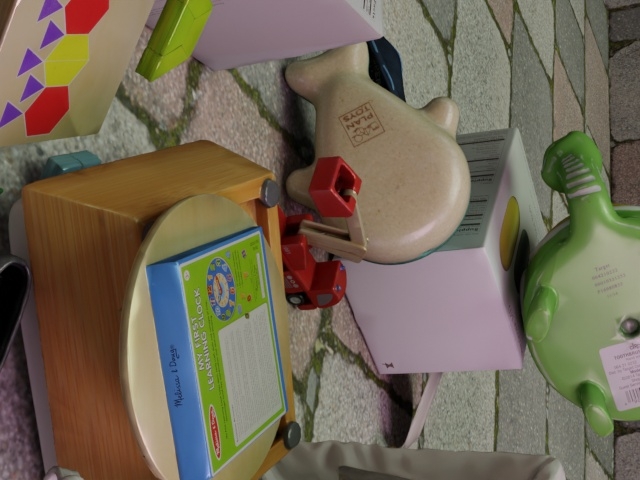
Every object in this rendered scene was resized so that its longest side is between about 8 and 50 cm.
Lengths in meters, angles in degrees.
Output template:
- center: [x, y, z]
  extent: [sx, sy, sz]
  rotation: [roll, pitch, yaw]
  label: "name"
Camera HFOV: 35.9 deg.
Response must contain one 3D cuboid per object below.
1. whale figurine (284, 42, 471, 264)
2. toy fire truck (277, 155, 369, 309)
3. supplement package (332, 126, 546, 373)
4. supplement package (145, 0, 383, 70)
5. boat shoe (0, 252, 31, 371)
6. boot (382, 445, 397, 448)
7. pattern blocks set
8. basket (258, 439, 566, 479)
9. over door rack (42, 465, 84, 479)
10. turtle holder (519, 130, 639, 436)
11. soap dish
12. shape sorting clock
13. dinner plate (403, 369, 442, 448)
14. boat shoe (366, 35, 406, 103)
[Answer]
- center: [0.061, -0.099, 1.140]
  extent: [0.272, 0.216, 0.141]
  rotation: [62, 3, 16]
  label: "whale figurine"
- center: [0.000, 0.000, 1.037]
  extent: [0.192, 0.135, 0.047]
  rotation: [57, 36, -41]
  label: "toy fire truck"
- center: [0.169, 0.013, 1.303]
  extent: [0.199, 0.198, 0.263]
  rotation: [67, 31, -31]
  label: "supplement package"
- center: [-0.068, -0.273, 0.900]
  extent: [0.203, 0.194, 0.149]
  rotation: [26, 62, -60]
  label: "supplement package"
- center: [-0.238, 0.092, 0.613]
  extent: [0.075, 0.064, 0.206]
  rotation: [56, 38, -47]
  label: "boat shoe"
- center: [0.224, 0.339, 1.254]
  extent: [0.089, 0.269, 0.236]
  rotation: [-73, 146, -43]
  label: "boot"
- center: [-0.164, -0.147, 0.652]
  extent: [0.325, 0.026, 0.285]
  rotation: [-59, 163, 15]
  label: "pattern blocks set"
- center: [0.018, 0.340, 0.790]
  extent: [0.331, 0.328, 0.267]
  rotation: [-28, 113, -63]
  label: "basket"
- center: [-0.171, 0.278, 0.514]
  extent: [0.239, 0.108, 0.324]
  rotation: [23, 65, -24]
  label: "over door rack"
- center: [0.342, 0.055, 1.208]
  extent: [0.320, 0.243, 0.227]
  rotation: [39, 20, -7]
  label: "turtle holder"
- center: [-0.115, 0.080, 0.770]
  extent: [0.229, 0.118, 0.291]
  rotation: [-26, 114, -60]
  label: "soap dish"
- center: [-0.074, 0.072, 0.674]
  extent: [0.206, 0.040, 0.206]
  rotation: [-4, 90, -68]
  label: "shape sorting clock"
- center: [0.141, 0.218, 1.325]
  extent: [0.141, 0.017, 0.141]
  rotation: [19, 90, -80]
  label: "dinner plate"
- center: [0.059, -0.158, 1.264]
  extent: [0.089, 0.109, 0.258]
  rotation: [32, 39, -49]
  label: "boat shoe"
